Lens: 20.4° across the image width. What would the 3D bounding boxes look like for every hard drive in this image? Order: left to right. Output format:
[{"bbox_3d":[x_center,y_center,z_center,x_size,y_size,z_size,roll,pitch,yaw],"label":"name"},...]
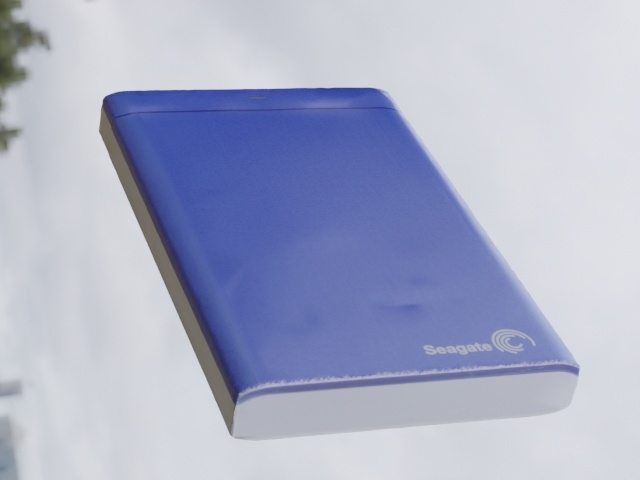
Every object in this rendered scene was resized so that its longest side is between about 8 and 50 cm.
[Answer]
[{"bbox_3d":[0.000,0.000,1.112,0.318,0.210,0.040,-120,-146,-50],"label":"hard drive"}]
